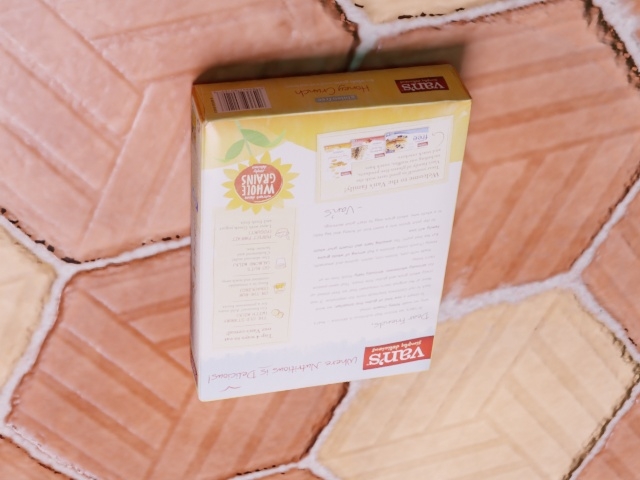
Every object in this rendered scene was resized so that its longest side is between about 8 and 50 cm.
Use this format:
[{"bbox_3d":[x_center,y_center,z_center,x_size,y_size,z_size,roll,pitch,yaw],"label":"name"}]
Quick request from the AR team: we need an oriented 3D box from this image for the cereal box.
[{"bbox_3d":[0.000,0.000,0.945,0.173,0.047,0.240,-6,131,-14],"label":"cereal box"}]
